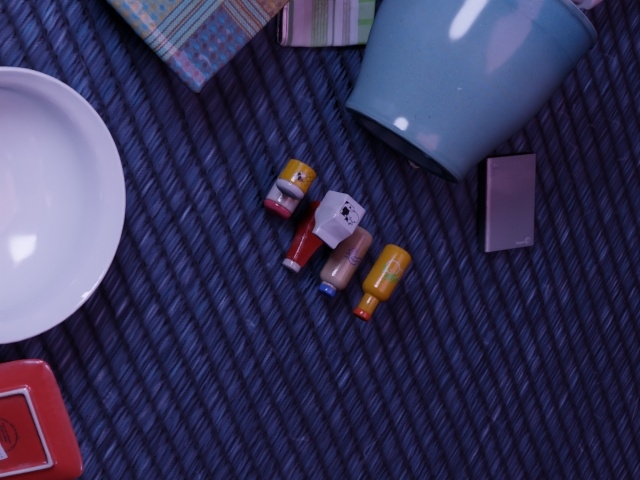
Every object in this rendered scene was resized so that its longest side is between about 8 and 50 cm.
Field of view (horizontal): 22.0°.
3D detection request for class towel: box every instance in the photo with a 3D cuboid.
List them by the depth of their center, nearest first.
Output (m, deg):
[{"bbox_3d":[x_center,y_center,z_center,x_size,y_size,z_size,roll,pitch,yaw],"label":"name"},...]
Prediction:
[{"bbox_3d":[-0.181,-0.387,1.875,0.370,0.040,0.271,49,69,-14],"label":"towel"},{"bbox_3d":[0.008,-0.305,2.110,0.152,0.023,0.113,-6,104,-38],"label":"towel"}]

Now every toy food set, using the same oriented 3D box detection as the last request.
[{"bbox_3d":[0.000,0.000,2.099,0.232,0.111,0.105,41,73,-37],"label":"toy food set"}]

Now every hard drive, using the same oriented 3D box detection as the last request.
[{"bbox_3d":[0.265,-0.055,2.343,0.094,0.022,0.135,-8,103,-36],"label":"hard drive"}]

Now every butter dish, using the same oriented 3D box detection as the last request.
[{"bbox_3d":[-0.355,0.195,1.875,0.159,0.118,0.160,-12,113,7],"label":"butter dish"}]

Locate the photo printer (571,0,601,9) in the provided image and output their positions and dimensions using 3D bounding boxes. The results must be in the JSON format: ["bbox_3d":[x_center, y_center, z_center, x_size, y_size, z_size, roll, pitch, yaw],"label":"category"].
[{"bbox_3d":[0.355,-0.492,2.276,0.307,0.107,0.256,47,70,-33],"label":"photo printer"}]

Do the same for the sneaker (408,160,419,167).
[{"bbox_3d":[0.135,-0.138,2.223,0.031,0.035,0.083,-22,111,-33],"label":"sneaker"}]

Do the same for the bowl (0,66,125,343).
[{"bbox_3d":[-0.371,-0.044,1.800,0.297,0.134,0.298,-7,102,-35],"label":"bowl"}]

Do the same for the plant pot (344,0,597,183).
[{"bbox_3d":[0.172,-0.223,2.108,0.271,0.271,0.255,35,88,-36],"label":"plant pot"}]
